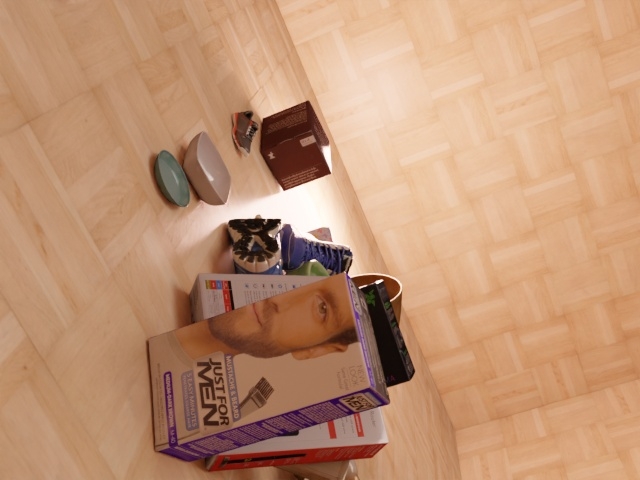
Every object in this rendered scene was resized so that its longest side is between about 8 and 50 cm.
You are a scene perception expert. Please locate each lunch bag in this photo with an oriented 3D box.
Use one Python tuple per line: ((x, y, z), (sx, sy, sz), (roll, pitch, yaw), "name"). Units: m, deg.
((0.000, 0.000, 2.395), (0.053, 0.083, 0.071), (49, 24, -58), "lunch bag")

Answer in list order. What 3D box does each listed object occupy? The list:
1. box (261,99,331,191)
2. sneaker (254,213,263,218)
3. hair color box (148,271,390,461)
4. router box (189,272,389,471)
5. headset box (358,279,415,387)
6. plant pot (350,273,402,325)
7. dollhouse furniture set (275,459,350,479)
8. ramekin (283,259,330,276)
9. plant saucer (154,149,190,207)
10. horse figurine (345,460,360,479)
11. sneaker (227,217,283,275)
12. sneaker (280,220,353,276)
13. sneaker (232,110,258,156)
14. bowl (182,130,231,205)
((-0.074, -0.293, 2.327), (0.203, 0.169, 0.167), (-93, 160, -52), "box")
((-0.144, -0.033, 1.946), (0.037, 0.032, 0.083), (-88, 156, -59), "sneaker")
((-0.084, 0.194, 1.134), (0.110, 0.339, 0.185), (52, 22, -57), "hair color box")
((-0.063, 0.222, 1.330), (0.082, 0.301, 0.335), (121, -35, -49), "router box")
((0.083, 0.257, 1.978), (0.131, 0.247, 0.282), (-4, 75, -78), "headset box")
((0.155, 0.269, 2.390), (0.237, 0.237, 0.254), (-81, 163, -66), "plant pot")
((-0.071, 0.472, 1.417), (0.303, 0.198, 0.286), (102, 9, -48), "dollhouse furniture set")
((-0.034, 0.210, 1.775), (0.303, 0.148, 0.303), (-20, 90, -78), "ramekin")
((-0.291, -0.117, 1.464), (0.119, 0.021, 0.119), (-20, 90, -77), "plant saucer")
((0.061, 0.561, 1.841), (0.174, 0.066, 0.263), (50, 20, -72), "horse figurine")
((-0.145, 0.042, 1.681), (0.330, 0.130, 0.147), (-95, -175, -69), "sneaker")
((-0.013, 0.034, 1.934), (0.315, 0.182, 0.127), (48, 50, -76), "sneaker")
((-0.199, -0.297, 2.037), (0.061, 0.065, 0.157), (53, 21, -53), "sneaker")
((-0.249, -0.150, 1.626), (0.142, 0.053, 0.142), (-91, 158, -57), "bowl")
